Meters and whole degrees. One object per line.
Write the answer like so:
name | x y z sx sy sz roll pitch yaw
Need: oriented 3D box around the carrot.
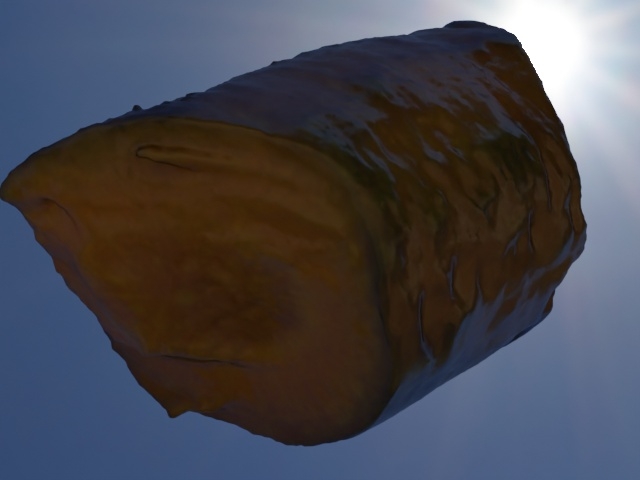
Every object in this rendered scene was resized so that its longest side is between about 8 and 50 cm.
carrot | 0.000 0.000 1.152 0.341 0.241 0.241 -24 -77 -40
